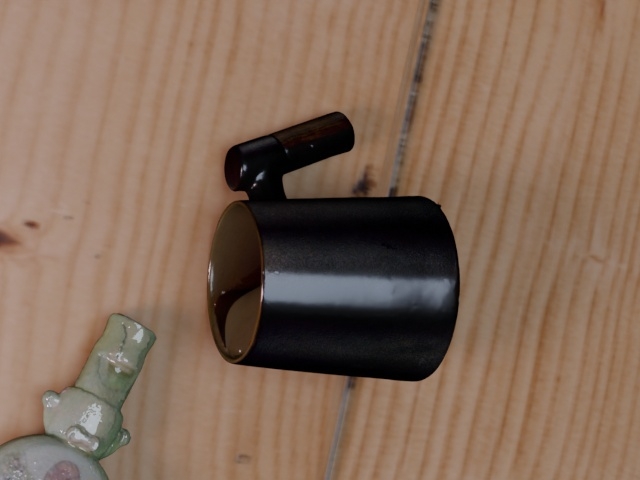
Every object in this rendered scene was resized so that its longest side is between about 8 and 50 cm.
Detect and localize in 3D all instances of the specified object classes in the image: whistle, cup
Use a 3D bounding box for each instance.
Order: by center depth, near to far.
[{"bbox_3d":[-0.213,0.181,1.294,0.126,0.067,0.258,31,73,-19],"label":"whistle"},{"bbox_3d":[-0.004,0.015,1.378,0.177,0.239,0.166,2,132,-22],"label":"cup"}]
